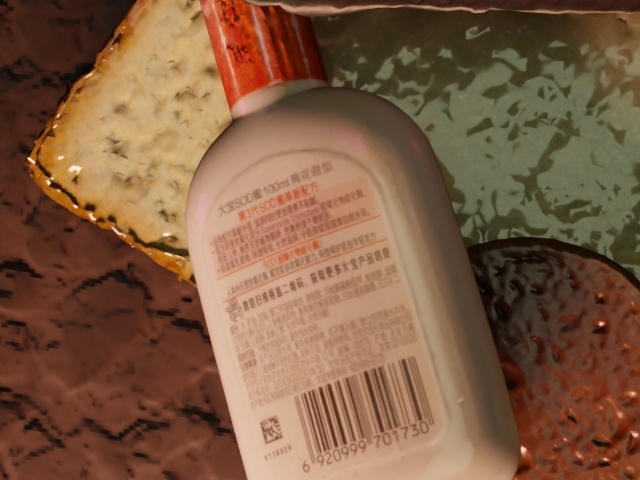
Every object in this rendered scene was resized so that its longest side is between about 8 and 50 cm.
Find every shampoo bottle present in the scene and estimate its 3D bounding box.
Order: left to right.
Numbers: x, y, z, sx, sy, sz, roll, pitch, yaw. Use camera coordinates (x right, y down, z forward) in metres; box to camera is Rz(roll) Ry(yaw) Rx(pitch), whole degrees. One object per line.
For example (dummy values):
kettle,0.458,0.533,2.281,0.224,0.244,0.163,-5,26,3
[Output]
shampoo bottle,0.000,0.000,0.634,0.108,0.051,0.221,-21,75,23

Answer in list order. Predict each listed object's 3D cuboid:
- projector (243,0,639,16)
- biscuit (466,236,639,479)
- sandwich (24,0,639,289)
projector,0.137,-0.293,0.596,0.395,0.242,0.405,-2,72,-11
biscuit,0.062,0.078,0.650,0.124,0.026,0.175,40,97,13
sandwich,0.061,-0.048,0.716,0.301,0.099,0.271,38,91,8
